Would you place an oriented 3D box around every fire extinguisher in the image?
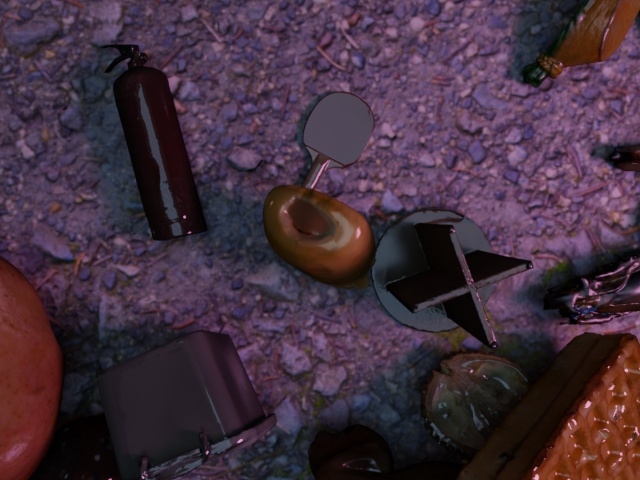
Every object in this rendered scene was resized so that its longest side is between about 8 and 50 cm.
[{"bbox_3d":[-0.219,-0.131,0.866,0.089,0.072,0.267,-13,92,36],"label":"fire extinguisher"}]

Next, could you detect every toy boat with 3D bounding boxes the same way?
[{"bbox_3d":[0.348,-0.294,0.869,0.088,0.089,0.229,29,89,36],"label":"toy boat"}]

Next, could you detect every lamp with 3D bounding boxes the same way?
[{"bbox_3d":[-0.287,0.301,0.844,0.157,0.156,0.135,-19,135,30],"label":"lamp"}]

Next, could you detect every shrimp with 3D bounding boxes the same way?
[{"bbox_3d":[0.405,-0.009,0.882,0.291,0.054,0.222,-23,93,-4],"label":"shrimp"}]

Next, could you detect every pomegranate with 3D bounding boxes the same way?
[{"bbox_3d":[-0.432,0.154,0.760,0.339,0.338,0.337,0,91,-1],"label":"pomegranate"}]

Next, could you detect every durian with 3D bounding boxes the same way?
[{"bbox_3d":[0.209,0.229,0.864,0.149,0.091,0.188,-30,70,-7],"label":"durian"}]

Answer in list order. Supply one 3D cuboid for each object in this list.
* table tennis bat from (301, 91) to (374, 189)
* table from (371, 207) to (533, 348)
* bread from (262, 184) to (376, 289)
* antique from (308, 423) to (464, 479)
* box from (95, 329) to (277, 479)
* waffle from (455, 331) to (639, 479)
[{"bbox_3d":[0.012,-0.122,0.896,0.087,0.013,0.156,27,89,-4],"label":"table tennis bat"},{"bbox_3d":[0.152,0.044,0.794,0.167,0.226,0.166,0,92,-1],"label":"table"},{"bbox_3d":[-0.001,0.001,0.815,0.134,0.173,0.085,24,82,17],"label":"bread"},{"bbox_3d":[0.100,0.314,0.831,0.257,0.143,0.121,17,127,22],"label":"antique"},{"bbox_3d":[-0.156,0.192,0.796,0.163,0.243,0.134,-22,80,1],"label":"box"},{"bbox_3d":[0.295,0.265,0.780,0.308,0.091,0.212,-35,109,-35],"label":"waffle"}]
